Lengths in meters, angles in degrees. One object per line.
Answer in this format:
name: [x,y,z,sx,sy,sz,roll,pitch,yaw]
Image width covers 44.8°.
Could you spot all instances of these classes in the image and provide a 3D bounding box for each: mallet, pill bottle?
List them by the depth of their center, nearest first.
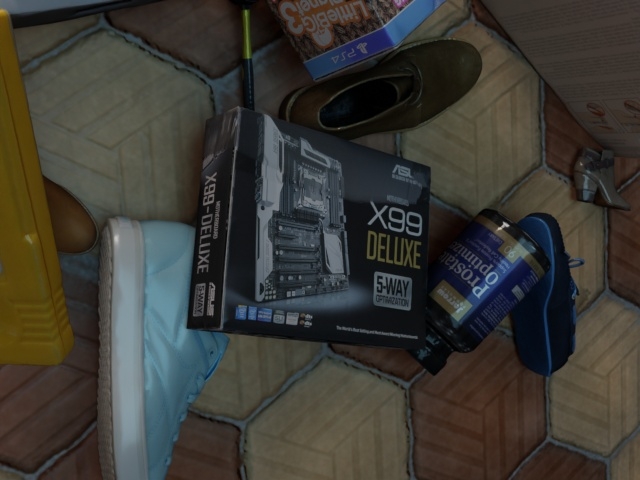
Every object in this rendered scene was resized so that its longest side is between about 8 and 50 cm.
mallet: [-0.092,-0.230,0.944,0.039,0.062,0.189,-7,113,-20]
pill bottle: [0.195,0.073,1.052,0.219,0.123,0.123,-47,113,0]

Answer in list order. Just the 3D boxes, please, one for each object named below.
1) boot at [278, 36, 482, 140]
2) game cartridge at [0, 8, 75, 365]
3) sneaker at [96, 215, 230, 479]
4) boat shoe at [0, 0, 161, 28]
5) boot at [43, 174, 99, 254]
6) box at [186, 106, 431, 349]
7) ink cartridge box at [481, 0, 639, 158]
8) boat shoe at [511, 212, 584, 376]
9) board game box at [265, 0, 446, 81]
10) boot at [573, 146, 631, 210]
boot: [0.105,-0.190,0.996,0.305,0.115,0.112,-24,103,-23]
game cartridge: [-0.386,-0.036,0.695,0.285,0.052,0.323,0,112,8]
sneaker: [-0.173,0.156,0.887,0.150,0.135,0.365,0,97,-23]
boat shoe: [-0.276,-0.309,0.787,0.367,0.136,0.156,-20,104,-26]
boot: [-0.302,-0.044,0.792,0.197,0.152,0.073,39,78,-24]
box: [0.000,0.000,0.927,0.307,0.076,0.242,12,77,-38]
ink cartridge box: [0.418,-0.259,1.030,0.385,0.308,0.091,41,79,-24]
boat shoe: [0.332,0.072,1.154,0.089,0.109,0.258,-22,121,-29]
board game box: [0.026,-0.376,0.887,0.232,0.141,0.291,-46,113,-34]
boot: [0.444,-0.097,1.209,0.118,0.042,0.087,11,89,-27]
